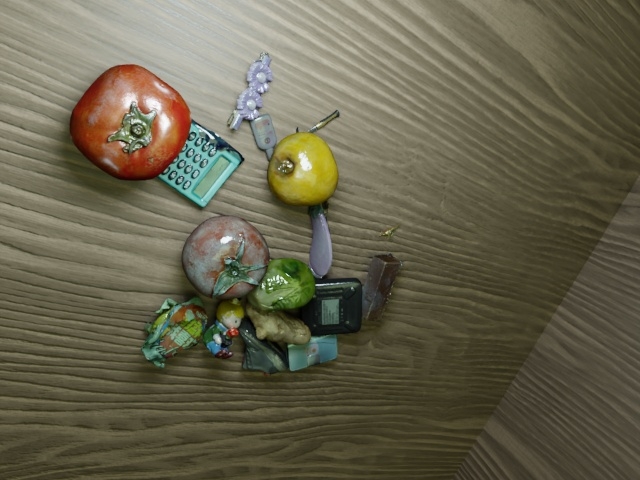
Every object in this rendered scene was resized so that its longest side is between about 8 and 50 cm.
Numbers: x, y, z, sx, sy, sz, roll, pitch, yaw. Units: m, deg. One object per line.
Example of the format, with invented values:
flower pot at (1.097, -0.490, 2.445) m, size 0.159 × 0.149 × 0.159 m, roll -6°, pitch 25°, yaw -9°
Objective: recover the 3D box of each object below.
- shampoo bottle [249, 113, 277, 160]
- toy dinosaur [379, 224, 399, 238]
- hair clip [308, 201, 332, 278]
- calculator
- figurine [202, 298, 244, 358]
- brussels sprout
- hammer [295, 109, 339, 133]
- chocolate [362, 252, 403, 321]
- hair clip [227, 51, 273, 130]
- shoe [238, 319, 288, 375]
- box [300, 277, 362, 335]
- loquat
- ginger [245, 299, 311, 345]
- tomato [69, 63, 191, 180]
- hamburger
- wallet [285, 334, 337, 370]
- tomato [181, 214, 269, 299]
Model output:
shampoo bottle at (-0.202, -0.379, 1.539) m, size 0.080 × 0.040 × 0.165 m, roll -23°, pitch 118°, yaw -15°
toy dinosaur at (0.326, -0.038, 1.927) m, size 0.113 × 0.026 × 0.041 m, roll -22°, pitch 103°, yaw -4°
hair clip at (0.002, 0.000, 1.758) m, size 0.110 × 0.095 × 0.359 m, roll 4°, pitch 105°, yaw 8°
calculator at (-0.444, -0.279, 1.468) m, size 0.274 × 0.058 × 0.248 m, roll 38°, pitch 93°, yaw -31°
figurine at (-0.375, 0.348, 1.698) m, size 0.234 × 0.185 × 0.127 m, roll -49°, pitch 131°, yaw -2°
brussels sprout at (-0.163, 0.184, 1.694) m, size 0.271 × 0.210 × 0.219 m, roll -25°, pitch 96°, yaw -23°
hammer at (-0.012, -0.444, 1.605) m, size 0.201 × 0.021 × 0.078 m, roll -37°, pitch 122°, yaw -5°
chocolate at (0.263, 0.215, 1.942) m, size 0.112 × 0.112 × 0.321 m, roll 8°, pitch 106°, yaw -41°
hair clip at (-0.239, -0.515, 1.451) m, size 0.106 × 0.084 × 0.292 m, roll 21°, pitch 98°, yaw -48°
shoe at (-0.293, 0.493, 1.846) m, size 0.171 × 0.132 × 0.336 m, roll -32°, pitch 122°, yaw 6°
box at (0.047, 0.304, 1.878) m, size 0.289 × 0.073 × 0.290 m, roll -2°, pitch 117°, yaw -3°
loquat at (-0.056, -0.251, 1.532) m, size 0.275 × 0.275 × 0.275 m, roll -9°, pitch 115°, yaw -20°
ginger at (-0.181, 0.364, 1.811) m, size 0.354 × 0.190 × 0.126 m, roll 33°, pitch 139°, yaw -28°
tomato at (-0.566, -0.348, 1.248) m, size 0.293 × 0.290 × 0.325 m, roll 29°, pitch 97°, yaw -33°
hamburger at (-0.592, 0.346, 1.641) m, size 0.276 × 0.150 × 0.260 m, roll -27°, pitch 141°, yaw -37°
wallet at (-0.042, 0.514, 1.982) m, size 0.250 × 0.075 × 0.176 m, roll -10°, pitch 115°, yaw -20°
tomato at (-0.344, 0.062, 1.529) m, size 0.316 × 0.282 × 0.317 m, roll -11°, pitch 119°, yaw -22°
